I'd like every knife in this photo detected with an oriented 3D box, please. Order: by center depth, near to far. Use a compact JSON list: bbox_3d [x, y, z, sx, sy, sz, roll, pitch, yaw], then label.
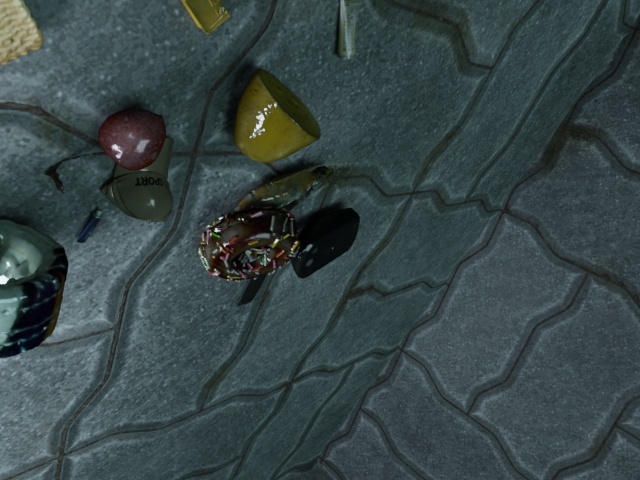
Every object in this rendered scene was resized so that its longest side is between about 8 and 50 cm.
[{"bbox_3d":[-0.186,0.103,1.516,0.072,0.019,0.245,-12,138,-50],"label":"knife"}]

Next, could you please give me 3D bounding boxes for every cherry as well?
[{"bbox_3d":[-0.371,-0.153,0.898,0.225,0.090,0.107,-38,116,2],"label":"cherry"}]

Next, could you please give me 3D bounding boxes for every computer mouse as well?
[{"bbox_3d":[0.000,0.000,1.542,0.269,0.100,0.170,-29,151,-36],"label":"computer mouse"}]

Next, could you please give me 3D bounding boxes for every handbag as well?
[{"bbox_3d":[-0.201,-0.410,0.872,0.061,0.027,0.083,-43,149,-5],"label":"handbag"}]

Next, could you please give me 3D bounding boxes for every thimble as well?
[{"bbox_3d":[-0.545,0.075,0.816,0.237,0.237,0.150,-5,128,-49],"label":"thimble"}]

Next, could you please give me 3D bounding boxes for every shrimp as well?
[{"bbox_3d":[-0.094,-0.112,1.329,0.317,0.077,0.168,-28,155,-22],"label":"shrimp"}]

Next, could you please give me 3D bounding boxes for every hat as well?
[{"bbox_3d":[-0.336,-0.122,0.985,0.147,0.085,0.175,-7,133,-47],"label":"hat"}]

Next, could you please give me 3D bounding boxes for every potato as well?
[{"bbox_3d":[-0.113,-0.243,1.068,0.158,0.178,0.203,-38,177,15],"label":"potato"}]

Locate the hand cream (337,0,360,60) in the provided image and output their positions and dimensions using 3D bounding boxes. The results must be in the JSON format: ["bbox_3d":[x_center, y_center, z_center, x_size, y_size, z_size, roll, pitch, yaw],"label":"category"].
[{"bbox_3d":[0.060,-0.477,1.123,0.061,0.039,0.143,-19,132,-28],"label":"hand cream"}]

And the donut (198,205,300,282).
[{"bbox_3d":[-0.174,0.015,1.268,0.269,0.103,0.270,-18,155,-9],"label":"donut"}]

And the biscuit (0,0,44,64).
[{"bbox_3d":[-0.508,-0.272,0.644,0.249,0.030,0.160,-36,149,-18],"label":"biscuit"}]

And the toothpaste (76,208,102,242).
[{"bbox_3d":[-0.462,-0.028,1.005,0.083,0.019,0.027,-53,173,12],"label":"toothpaste"}]
